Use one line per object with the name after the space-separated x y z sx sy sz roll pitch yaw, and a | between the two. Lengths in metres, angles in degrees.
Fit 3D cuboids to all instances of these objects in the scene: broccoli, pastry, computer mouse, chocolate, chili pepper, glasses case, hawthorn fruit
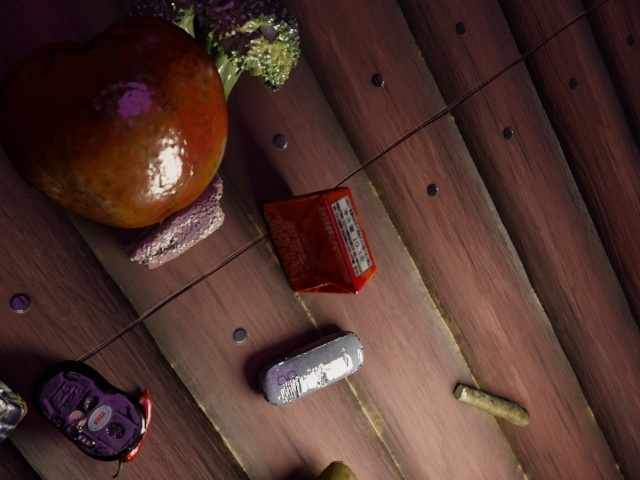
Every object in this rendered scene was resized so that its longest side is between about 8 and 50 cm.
-0.206 -0.418 1.278 0.375 0.249 0.301 11 83 -33 | broccoli
-0.294 -0.035 1.319 0.265 0.103 0.112 -49 118 -17 | pastry
-0.459 0.338 1.232 0.233 0.096 0.137 42 72 -7 | computer mouse
0.000 0.000 1.403 0.108 0.235 0.237 -26 102 -36 | chocolate
-0.396 0.407 1.293 0.059 0.050 0.191 19 74 -10 | chili pepper
-0.018 0.306 1.483 0.283 0.067 0.109 -18 101 -25 | glasses case
-0.364 -0.194 1.137 0.403 0.403 0.402 0 90 -28 | hawthorn fruit

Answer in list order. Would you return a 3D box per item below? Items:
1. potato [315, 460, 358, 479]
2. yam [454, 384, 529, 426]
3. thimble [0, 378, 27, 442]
0.020 0.698 1.432 0.218 0.203 0.350 27 70 -37 | potato
0.493 0.473 1.761 0.274 0.061 0.061 25 79 -25 | yam
-0.649 0.282 1.070 0.237 0.237 0.150 44 68 -21 | thimble
